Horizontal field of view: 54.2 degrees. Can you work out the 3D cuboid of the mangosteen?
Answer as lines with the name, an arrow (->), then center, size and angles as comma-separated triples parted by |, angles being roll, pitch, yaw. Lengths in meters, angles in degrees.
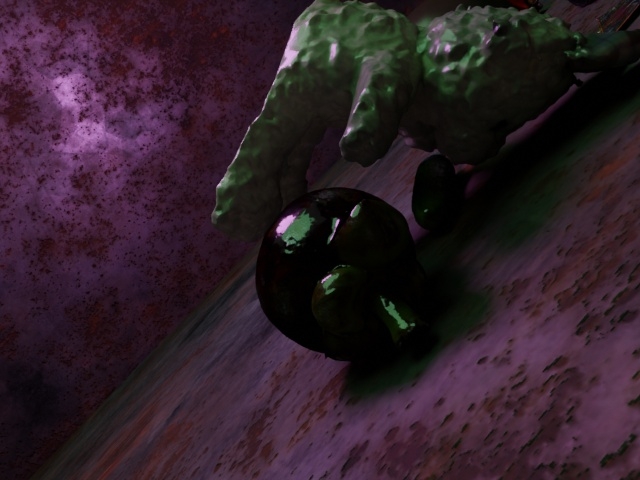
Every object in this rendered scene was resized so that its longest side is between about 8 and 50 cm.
mangosteen -> 0.027, 0.025, 0.595 | 0.184, 0.172, 0.172 | -29, 18, 53

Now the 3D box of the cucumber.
cucumber -> 0.147, -0.067, 0.812 | 0.056, 0.056, 0.250 | -41, 9, 27

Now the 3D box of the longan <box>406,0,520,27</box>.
longan -> 0.195, -0.260, 0.949 | 0.245, 0.215, 0.246 | -21, 9, 4

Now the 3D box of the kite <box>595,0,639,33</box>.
kite -> 0.398, -0.299, 0.842 | 0.159, 0.010, 0.190 | -42, 7, 35

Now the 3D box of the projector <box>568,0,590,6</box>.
projector -> 0.545, -0.560, 1.066 | 0.337, 0.108, 0.108 | -44, 8, 9

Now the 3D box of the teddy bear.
teddy bear -> 0.116, -0.116, 0.717 | 0.376, 0.362, 0.327 | -68, -10, 12

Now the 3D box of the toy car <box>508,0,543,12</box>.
toy car -> 0.431, -0.533, 1.455 | 0.112, 0.139, 0.112 | -63, -1, 14
